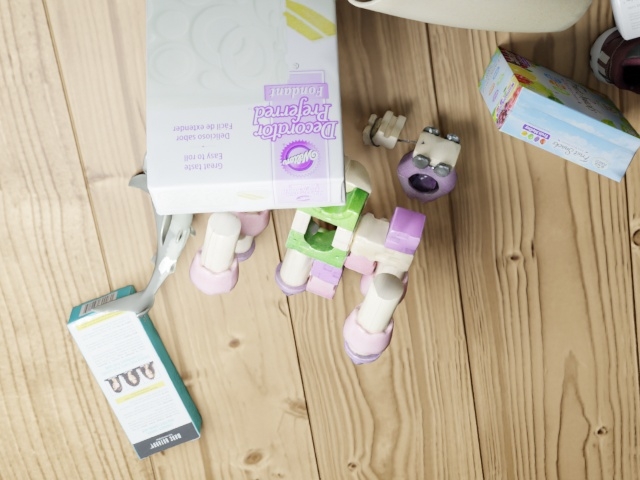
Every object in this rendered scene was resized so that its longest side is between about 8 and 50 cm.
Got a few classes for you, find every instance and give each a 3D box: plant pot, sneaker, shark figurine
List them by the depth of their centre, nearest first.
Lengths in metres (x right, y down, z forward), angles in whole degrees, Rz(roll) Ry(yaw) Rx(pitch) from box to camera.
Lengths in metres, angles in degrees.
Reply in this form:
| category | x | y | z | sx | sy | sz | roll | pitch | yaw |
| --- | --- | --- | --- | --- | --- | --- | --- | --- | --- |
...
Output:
| category | x | y | z | sx | sy | sz | roll | pitch | yaw |
| --- | --- | --- | --- | --- | --- | --- | --- | --- | --- |
| plant pot | 0.206 | -0.363 | 1.704 | 0.274 | 0.256 | 0.256 | 18 | 112 | -25 |
| sneaker | 0.502 | -0.240 | 1.787 | 0.281 | 0.162 | 0.106 | -16 | 112 | 6 |
| shark figurine | -0.232 | -0.030 | 1.903 | 0.116 | 0.166 | 0.278 | 26 | 120 | 22 |

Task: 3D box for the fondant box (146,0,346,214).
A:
| category | x | y | z | sx | sy | sz | roll | pitch | yaw |
| --- | --- | --- | --- | --- | --- | --- | --- | --- | --- |
| fondant box | -0.094 | -0.204 | 1.723 | 0.238 | 0.096 | 0.330 | -3 | 71 | 0 |

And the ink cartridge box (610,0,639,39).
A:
| category | x | y | z | sx | sy | sz | roll | pitch | yaw |
| --- | --- | --- | --- | --- | --- | --- | --- | --- | --- |
| ink cartridge box | 0.434 | -0.388 | 1.754 | 0.158 | 0.092 | 0.218 | -14 | 116 | 9 |

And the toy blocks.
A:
| category | x | y | z | sx | sy | sz | roll | pitch | yaw |
| --- | --- | --- | --- | --- | --- | --- | --- | --- | --- |
| toy blocks | 0.000 | 0.000 | 1.878 | 0.288 | 0.309 | 0.260 | 21 | 144 | 2 |

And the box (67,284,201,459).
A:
| category | x | y | z | sx | sy | sz | roll | pitch | yaw |
| --- | --- | --- | --- | --- | --- | --- | --- | --- | --- |
| box | -0.268 | 0.193 | 2.008 | 0.100 | 0.060 | 0.244 | -21 | 112 | 7 |

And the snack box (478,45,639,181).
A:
| category | x | y | z | sx | sy | sz | roll | pitch | yaw |
| --- | --- | --- | --- | --- | --- | --- | --- | --- | --- |
| snack box | 0.307 | -0.167 | 1.789 | 0.174 | 0.207 | 0.070 | 23 | 111 | -9 |
